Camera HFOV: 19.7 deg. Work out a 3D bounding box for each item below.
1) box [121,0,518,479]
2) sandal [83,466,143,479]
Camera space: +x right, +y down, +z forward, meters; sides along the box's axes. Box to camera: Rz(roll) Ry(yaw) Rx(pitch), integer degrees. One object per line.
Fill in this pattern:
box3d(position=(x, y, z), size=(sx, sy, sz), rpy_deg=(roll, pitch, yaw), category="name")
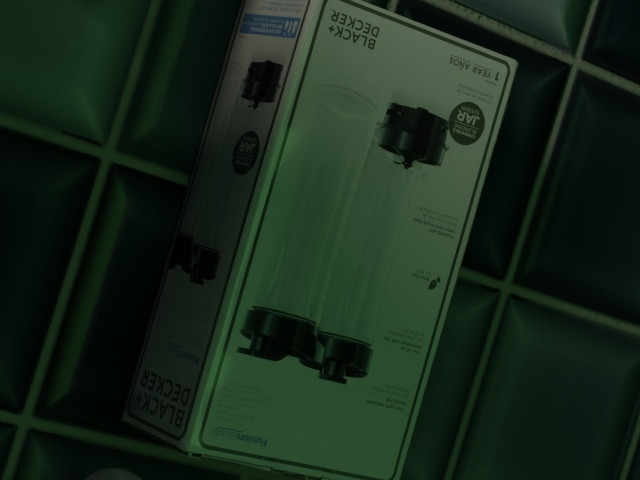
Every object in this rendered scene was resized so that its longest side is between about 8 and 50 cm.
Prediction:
box3d(position=(0.000, 0.000, 1.152), size=(0.169, 0.087, 0.290), rpy_deg=(15, 90, -35), category="box")
box3d(position=(-0.104, 0.254, 1.130), size=(0.076, 0.102, 0.265), rpy_deg=(-11, 114, -34), category="sandal")
